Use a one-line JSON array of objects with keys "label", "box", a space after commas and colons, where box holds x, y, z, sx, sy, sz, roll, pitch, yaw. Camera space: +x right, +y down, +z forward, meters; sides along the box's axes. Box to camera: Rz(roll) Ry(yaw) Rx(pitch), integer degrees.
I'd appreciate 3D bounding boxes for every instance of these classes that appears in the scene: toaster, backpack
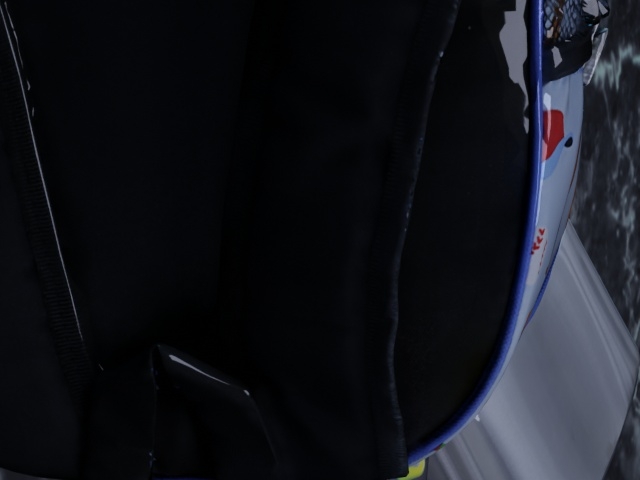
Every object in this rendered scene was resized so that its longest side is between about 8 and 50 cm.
[{"label": "toaster", "box": [0.068, 0.077, 0.714, 0.227, 0.129, 0.146, -56, 131, -36]}, {"label": "backpack", "box": [-0.032, -0.056, 0.463, 0.213, 0.276, 0.263, -15, 107, -69]}]

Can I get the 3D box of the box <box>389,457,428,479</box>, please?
[{"label": "box", "box": [0.000, 0.000, 0.616, 0.036, 0.114, 0.207, 16, 77, -56]}]
